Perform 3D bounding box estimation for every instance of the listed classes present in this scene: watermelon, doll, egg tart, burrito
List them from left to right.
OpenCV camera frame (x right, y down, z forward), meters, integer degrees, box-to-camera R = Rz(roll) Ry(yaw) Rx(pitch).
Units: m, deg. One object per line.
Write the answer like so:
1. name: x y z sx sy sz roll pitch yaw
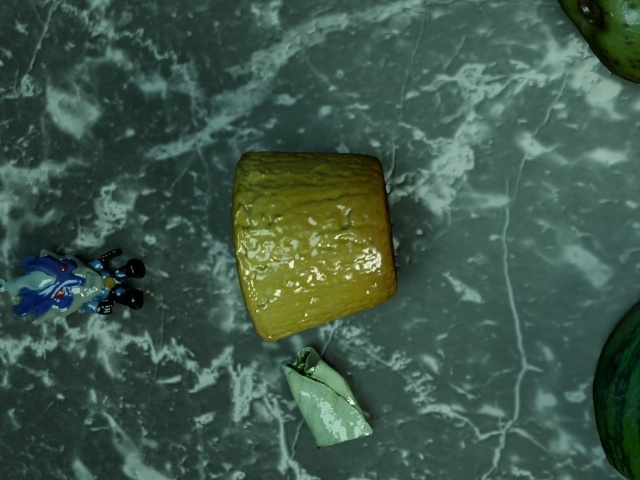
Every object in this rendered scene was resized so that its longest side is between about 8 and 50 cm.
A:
1. doll: -0.311 0.055 0.975 0.195 0.070 0.096 -2 73 11
2. egg tart: 0.000 0.000 0.811 0.147 0.202 0.203 -7 94 5
3. burrito: 0.006 0.175 0.893 0.074 0.044 0.118 -24 91 22
4. watermelon: 0.326 0.127 0.727 0.128 0.146 0.231 15 103 16

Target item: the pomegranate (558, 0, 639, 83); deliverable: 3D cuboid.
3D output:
1. pomegranate: 0.324 -0.248 0.671 0.247 0.214 0.214 -25 88 -5
